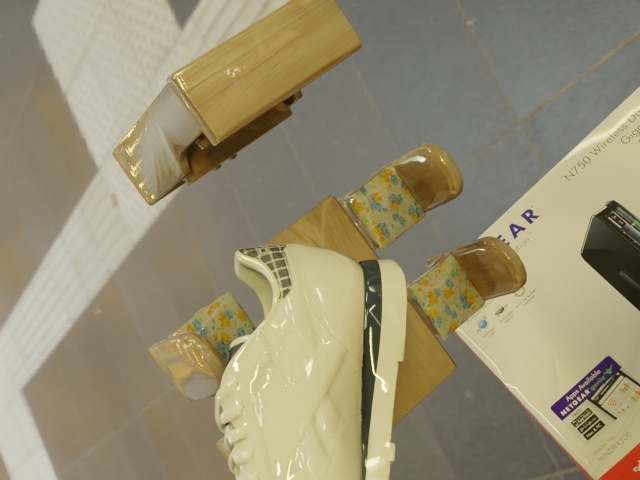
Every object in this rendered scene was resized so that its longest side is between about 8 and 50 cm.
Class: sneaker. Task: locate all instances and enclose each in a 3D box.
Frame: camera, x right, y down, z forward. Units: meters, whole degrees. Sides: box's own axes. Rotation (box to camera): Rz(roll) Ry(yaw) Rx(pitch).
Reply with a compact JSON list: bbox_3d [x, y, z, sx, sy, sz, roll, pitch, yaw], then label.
[{"bbox_3d":[-0.013,0.113,0.533,0.090,0.095,0.235,120,158,-60],"label":"sneaker"}]

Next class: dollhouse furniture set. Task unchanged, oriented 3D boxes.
[{"bbox_3d":[0.000,0.000,0.611,0.242,0.212,0.161,54,154,-5],"label":"dollhouse furniture set"}]

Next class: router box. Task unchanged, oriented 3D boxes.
[{"bbox_3d":[0.308,0.043,0.918,0.301,0.335,0.082,48,-177,39],"label":"router box"}]
